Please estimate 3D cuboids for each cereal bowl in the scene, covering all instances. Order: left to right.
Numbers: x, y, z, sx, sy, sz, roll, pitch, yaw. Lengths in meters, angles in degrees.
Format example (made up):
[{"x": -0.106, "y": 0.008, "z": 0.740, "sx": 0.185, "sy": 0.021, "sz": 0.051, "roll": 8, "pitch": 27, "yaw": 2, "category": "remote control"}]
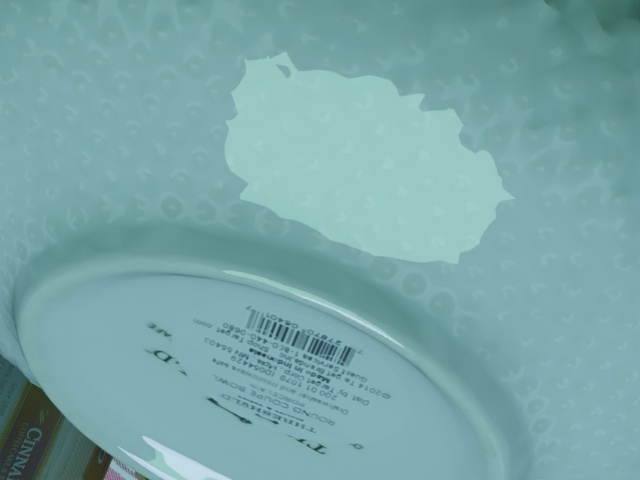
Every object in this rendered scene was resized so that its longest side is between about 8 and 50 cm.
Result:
[{"x": 0.000, "y": 0.000, "z": 0.614, "sx": 0.339, "sy": 0.141, "sz": 0.339, "roll": 15, "pitch": 147, "yaw": 10, "category": "cereal bowl"}]

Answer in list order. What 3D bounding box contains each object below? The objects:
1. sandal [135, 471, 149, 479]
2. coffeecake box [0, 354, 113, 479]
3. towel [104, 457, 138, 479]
[{"x": 0.015, "y": 0.151, "z": 0.868, "sx": 0.240, "sy": 0.088, "sz": 0.079, "roll": 21, "pitch": 141, "yaw": -8, "category": "sandal"}, {"x": -0.185, "y": 0.072, "z": 0.816, "sx": 0.185, "sy": 0.142, "sz": 0.068, "roll": 13, "pitch": 147, "yaw": 13, "category": "coffeecake box"}, {"x": -0.127, "y": 0.121, "z": 0.959, "sx": 0.197, "sy": 0.029, "sz": 0.144, "roll": -14, "pitch": 134, "yaw": 41, "category": "towel"}]
